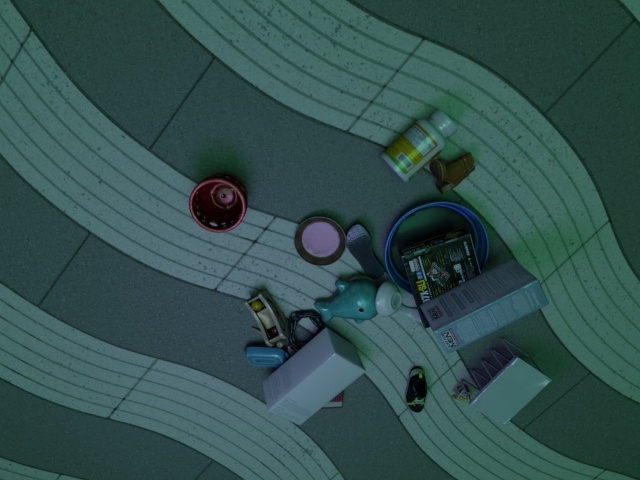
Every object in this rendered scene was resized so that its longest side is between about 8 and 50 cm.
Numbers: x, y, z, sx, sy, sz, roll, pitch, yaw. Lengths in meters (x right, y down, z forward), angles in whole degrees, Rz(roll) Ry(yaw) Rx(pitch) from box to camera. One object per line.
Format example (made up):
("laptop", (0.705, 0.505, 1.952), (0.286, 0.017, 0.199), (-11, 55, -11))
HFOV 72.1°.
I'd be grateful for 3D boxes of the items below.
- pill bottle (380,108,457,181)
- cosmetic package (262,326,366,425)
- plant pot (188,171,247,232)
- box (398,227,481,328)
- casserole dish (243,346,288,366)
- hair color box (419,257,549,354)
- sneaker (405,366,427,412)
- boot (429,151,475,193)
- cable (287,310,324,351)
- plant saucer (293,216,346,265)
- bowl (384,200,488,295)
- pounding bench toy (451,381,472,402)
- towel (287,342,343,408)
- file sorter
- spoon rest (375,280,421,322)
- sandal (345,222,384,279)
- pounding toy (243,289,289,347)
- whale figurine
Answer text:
("pill bottle", (0.342, -0.329, 1.517), (0.246, 0.136, 0.136), (-42, 105, 12))
("cosmetic package", (-0.029, 0.540, 1.736), (0.366, 0.155, 0.197), (-42, 123, 10))
("plant pot", (-0.346, -0.140, 1.540), (0.192, 0.174, 0.190), (-1, 108, -2))
("box", (0.459, 0.143, 1.635), (0.258, 0.079, 0.321), (-20, 109, 6))
("casserole dish", (-0.225, 0.478, 1.798), (0.189, 0.036, 0.114), (1, 137, 8))
("hair color box", (0.556, 0.224, 1.529), (0.375, 0.185, 0.113), (-29, 109, 8))
("sneaker", (0.410, 0.654, 1.878), (0.084, 0.097, 0.234), (-5, 109, 0))
("boot", (0.468, -0.262, 1.545), (0.152, 0.072, 0.197), (-36, 150, 3))
("cable", (-0.057, 0.374, 1.787), (0.151, 0.047, 0.184), (-1, 93, -13))
("plant saucer", (0.000, 0.000, 1.662), (0.199, 0.036, 0.198), (2, 109, 7))
("bowl", (0.433, 0.032, 1.676), (0.392, 0.077, 0.390), (-1, 109, -2))
("pounding bench toy", (0.608, 0.673, 1.908), (0.052, 0.065, 0.083), (26, 107, -10))
("towel", (-0.018, 0.576, 1.872), (0.238, 0.037, 0.328), (-1, 110, -2))
("file sorter", (0.750, 0.577, 1.823), (0.193, 0.173, 0.277), (34, 105, -13))
("spoon rest", (0.296, 0.249, 1.704), (0.276, 0.084, 0.137), (32, 72, -39))
("sandal", (0.166, 0.041, 1.690), (0.097, 0.054, 0.254), (-19, 118, 12))
("pounding toy", (-0.222, 0.336, 1.719), (0.155, 0.154, 0.269), (-29, 107, 8))
("whale figurine", (0.111, 0.250, 1.706), (0.272, 0.141, 0.216), (-21, 112, 12))
